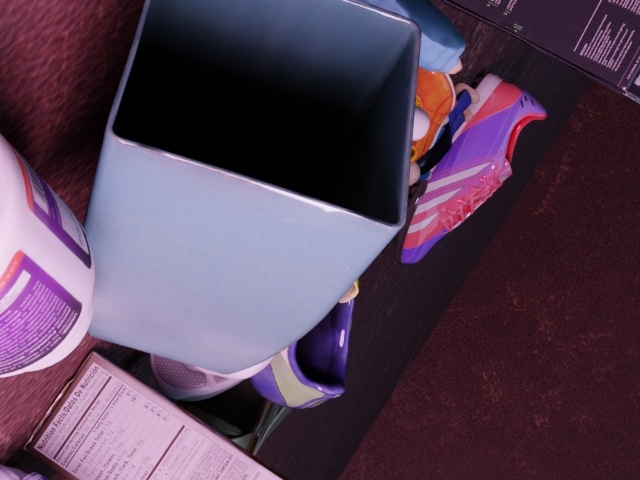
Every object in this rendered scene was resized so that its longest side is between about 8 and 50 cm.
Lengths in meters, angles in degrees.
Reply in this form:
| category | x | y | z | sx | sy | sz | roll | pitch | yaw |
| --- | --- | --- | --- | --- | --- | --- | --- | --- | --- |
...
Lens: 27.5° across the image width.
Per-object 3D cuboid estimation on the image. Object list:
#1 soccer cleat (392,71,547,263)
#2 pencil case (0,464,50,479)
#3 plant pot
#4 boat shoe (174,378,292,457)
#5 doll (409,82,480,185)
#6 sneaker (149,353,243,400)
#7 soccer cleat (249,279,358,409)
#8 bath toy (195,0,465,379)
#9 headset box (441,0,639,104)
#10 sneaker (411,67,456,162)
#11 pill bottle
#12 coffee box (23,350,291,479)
| category | x | y | z | sx | sy | sz | roll | pitch | yaw |
| --- | --- | --- | --- | --- | --- | --- | --- | --- | --- |
| soccer cleat | 0.218 | -0.091 | 1.955 | 0.318 | 0.116 | 0.108 | -61 | 168 | 4 |
| pencil case | -0.259 | 0.300 | 0.963 | 0.273 | 0.124 | 0.113 | -57 | 168 | -9 |
| plant pot | -0.061 | -0.028 | 0.814 | 0.234 | 0.165 | 0.166 | 120 | -17 | -49 |
| boat shoe | -0.121 | 0.209 | 1.349 | 0.120 | 0.122 | 0.324 | 81 | 32 | -63 |
| doll | 0.155 | -0.133 | 1.777 | 0.189 | 0.046 | 0.129 | -50 | 163 | -40 |
| sneaker | -0.064 | 0.071 | 1.247 | 0.281 | 0.105 | 0.115 | -44 | 166 | -43 |
| soccer cleat | 0.001 | 0.001 | 1.120 | 0.093 | 0.121 | 0.289 | 11 | 82 | -36 |
| bath toy | -0.039 | -0.053 | 1.020 | 0.129 | 0.151 | 0.348 | 18 | 108 | -41 |
| headset box | 0.268 | -0.305 | 1.321 | 0.131 | 0.283 | 0.246 | 8 | 111 | -60 |
| sneaker | 0.117 | -0.148 | 1.564 | 0.067 | 0.064 | 0.175 | -40 | 156 | -30 |
| pill bottle | -0.176 | 0.010 | 0.656 | 0.108 | 0.108 | 0.193 | -57 | 167 | -11 |
| coffee box | -0.101 | 0.205 | 1.072 | 0.098 | 0.246 | 0.141 | -56 | 167 | -10 |
